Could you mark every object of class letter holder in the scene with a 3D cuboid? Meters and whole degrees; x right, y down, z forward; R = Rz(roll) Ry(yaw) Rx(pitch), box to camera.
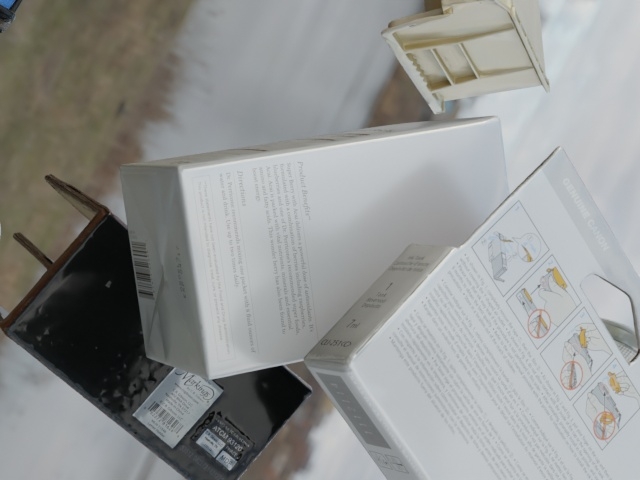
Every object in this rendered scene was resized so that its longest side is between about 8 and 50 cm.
[{"bbox_3d":[-0.193,0.092,1.818,0.152,0.302,0.214,-49,-151,-5],"label":"letter holder"}]

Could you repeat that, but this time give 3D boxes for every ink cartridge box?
[{"bbox_3d":[0.160,0.118,1.420,0.261,0.296,0.066,-45,-155,-24],"label":"ink cartridge box"}]

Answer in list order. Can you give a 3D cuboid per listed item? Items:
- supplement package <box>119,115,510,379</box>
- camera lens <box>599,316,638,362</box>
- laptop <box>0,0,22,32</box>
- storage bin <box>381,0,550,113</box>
[{"bbox_3d":[0.000,0.000,1.535,0.175,0.293,0.177,-175,-104,-68],"label":"supplement package"},{"bbox_3d":[0.233,0.223,1.718,0.274,0.219,0.219,-43,169,-33],"label":"camera lens"},{"bbox_3d":[-0.342,-0.297,1.555,0.136,0.234,0.264,-60,-168,-3],"label":"laptop"},{"bbox_3d":[0.130,-0.289,1.694,0.260,0.123,0.262,41,45,-70],"label":"storage bin"}]
